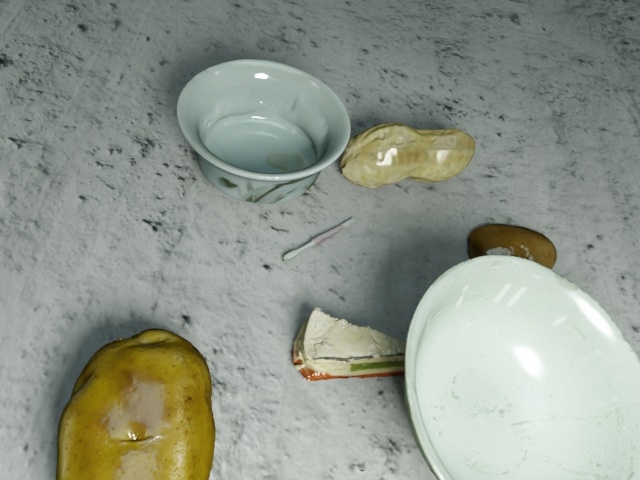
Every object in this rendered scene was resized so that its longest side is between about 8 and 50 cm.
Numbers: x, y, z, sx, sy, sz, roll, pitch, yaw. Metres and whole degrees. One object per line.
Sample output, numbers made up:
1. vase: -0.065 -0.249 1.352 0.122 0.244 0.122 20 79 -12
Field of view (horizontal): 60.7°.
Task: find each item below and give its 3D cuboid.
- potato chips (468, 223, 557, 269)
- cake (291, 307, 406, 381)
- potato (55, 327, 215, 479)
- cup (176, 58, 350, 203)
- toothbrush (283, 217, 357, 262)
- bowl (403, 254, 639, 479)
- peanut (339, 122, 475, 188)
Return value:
1. potato chips: 0.418 0.016 1.178 0.201 0.049 0.150 1 48 -4
2. cake: 0.058 0.205 0.929 0.220 0.086 0.117 24 52 6
3. potato: -0.251 0.288 0.754 0.195 0.176 0.369 34 38 -42
4. cup: -0.121 -0.206 1.145 0.347 0.163 0.347 6 52 -8
5. toothbrush: 0.001 -0.001 1.113 0.194 0.017 0.014 -30 64 -30
6. bowl: 0.286 0.256 0.858 0.434 0.196 0.435 9 60 -16
7. peanut: 0.199 -0.191 1.222 0.313 0.149 0.149 -1 54 -15
